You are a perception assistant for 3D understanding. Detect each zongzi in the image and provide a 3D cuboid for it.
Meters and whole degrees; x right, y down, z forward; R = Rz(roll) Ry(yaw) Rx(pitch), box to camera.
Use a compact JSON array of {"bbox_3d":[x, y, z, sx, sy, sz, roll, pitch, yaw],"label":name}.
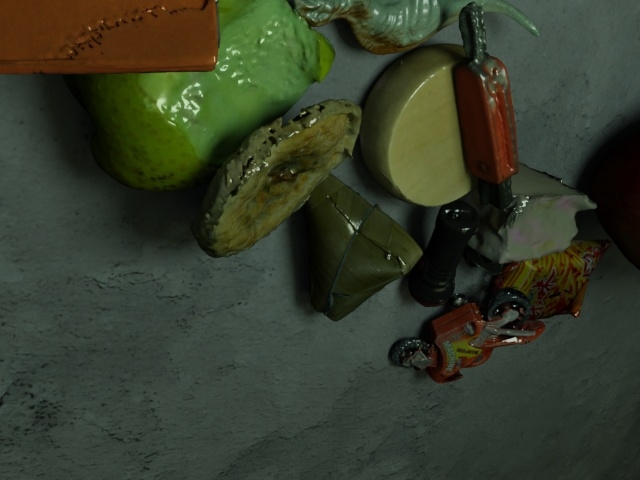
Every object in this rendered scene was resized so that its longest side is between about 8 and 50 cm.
[{"bbox_3d":[0.000,0.000,0.984,0.228,0.256,0.115,-44,-170,47],"label":"zongzi"}]

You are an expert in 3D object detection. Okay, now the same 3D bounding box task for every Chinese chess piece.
[{"bbox_3d":[0.177,-0.176,0.974,0.250,0.097,0.251,-17,126,-24],"label":"Chinese chess piece"}]

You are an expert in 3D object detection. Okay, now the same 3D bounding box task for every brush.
[{"bbox_3d":[0.239,-0.181,0.900,0.051,0.070,0.323,-33,130,-16],"label":"brush"}]

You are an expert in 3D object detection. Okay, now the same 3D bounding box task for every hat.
[{"bbox_3d":[0.308,0.023,1.218,0.121,0.121,0.050,7,154,-37],"label":"hat"}]

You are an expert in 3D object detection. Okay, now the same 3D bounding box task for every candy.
[{"bbox_3d":[0.337,-0.051,1.107,0.195,0.185,0.137,-7,118,-30],"label":"candy"}]

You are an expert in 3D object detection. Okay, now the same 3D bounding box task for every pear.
[{"bbox_3d":[-0.158,-0.185,0.691,0.282,0.176,0.286,-48,132,5],"label":"pear"}]

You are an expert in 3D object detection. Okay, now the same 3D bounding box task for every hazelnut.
[{"bbox_3d":[0.740,-0.072,1.217,0.420,0.421,0.353,6,91,-37],"label":"hazelnut"}]

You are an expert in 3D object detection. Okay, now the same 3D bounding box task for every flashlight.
[{"bbox_3d":[0.211,0.025,1.094,0.093,0.093,0.232,-24,148,-19],"label":"flashlight"}]

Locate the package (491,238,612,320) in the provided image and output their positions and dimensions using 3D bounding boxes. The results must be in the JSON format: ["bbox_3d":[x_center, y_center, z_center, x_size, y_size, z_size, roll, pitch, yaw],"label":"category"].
[{"bbox_3d":[0.467,0.092,1.344,0.288,0.108,0.223,-2,126,-22],"label":"package"}]

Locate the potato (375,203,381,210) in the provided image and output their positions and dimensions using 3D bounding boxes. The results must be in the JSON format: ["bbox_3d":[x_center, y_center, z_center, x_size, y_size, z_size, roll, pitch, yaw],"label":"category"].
[{"bbox_3d":[0.082,-0.012,1.057,0.093,0.036,0.037,-49,131,2],"label":"potato"}]

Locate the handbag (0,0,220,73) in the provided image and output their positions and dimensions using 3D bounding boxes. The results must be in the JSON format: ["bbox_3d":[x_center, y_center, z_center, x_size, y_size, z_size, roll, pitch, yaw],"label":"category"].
[{"bbox_3d":[-0.221,-0.341,0.478,0.303,0.116,0.410,-2,111,-6],"label":"handbag"}]

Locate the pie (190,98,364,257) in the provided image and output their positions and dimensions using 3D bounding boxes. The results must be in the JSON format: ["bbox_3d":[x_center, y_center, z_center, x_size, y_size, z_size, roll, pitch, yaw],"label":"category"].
[{"bbox_3d":[-0.053,-0.073,0.769,0.274,0.055,0.274,-40,171,-7],"label":"pie"}]

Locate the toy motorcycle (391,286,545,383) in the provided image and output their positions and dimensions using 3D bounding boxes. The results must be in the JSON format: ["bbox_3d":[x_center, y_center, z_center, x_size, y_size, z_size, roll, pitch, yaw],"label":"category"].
[{"bbox_3d":[0.293,0.197,1.272,0.298,0.089,0.171,-29,123,15],"label":"toy motorcycle"}]

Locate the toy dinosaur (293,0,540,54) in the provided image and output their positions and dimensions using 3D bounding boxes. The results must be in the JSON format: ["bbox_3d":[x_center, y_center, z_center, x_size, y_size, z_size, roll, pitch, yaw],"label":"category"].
[{"bbox_3d":[0.148,-0.338,0.851,0.393,0.092,0.206,6,114,-38],"label":"toy dinosaur"}]
